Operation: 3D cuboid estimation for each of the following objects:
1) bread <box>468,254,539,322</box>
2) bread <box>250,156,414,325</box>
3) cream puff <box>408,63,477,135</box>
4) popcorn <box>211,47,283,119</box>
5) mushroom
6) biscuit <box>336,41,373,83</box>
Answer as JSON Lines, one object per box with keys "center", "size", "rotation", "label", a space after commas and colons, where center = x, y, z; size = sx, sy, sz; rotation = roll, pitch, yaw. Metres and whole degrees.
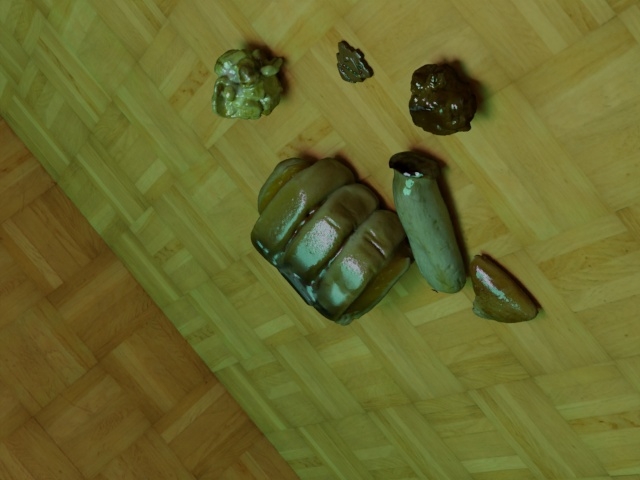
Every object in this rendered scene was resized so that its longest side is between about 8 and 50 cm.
{"center": [0.331, 0.109, 2.040], "size": [0.136, 0.054, 0.154], "rotation": [26, 148, 33], "label": "bread"}
{"center": [0.000, 0.000, 2.228], "size": [0.341, 0.210, 0.300], "rotation": [49, 151, 1], "label": "bread"}
{"center": [0.190, -0.223, 1.776], "size": [0.122, 0.094, 0.116], "rotation": [28, 159, -9], "label": "cream puff"}
{"center": [-0.134, -0.297, 2.146], "size": [0.136, 0.162, 0.141], "rotation": [27, -159, -43], "label": "popcorn"}
{"center": [0.192, -0.029, 2.036], "size": [0.100, 0.081, 0.312], "rotation": [31, 150, 44], "label": "mushroom"}
{"center": [0.051, -0.302, 1.960], "size": [0.082, 0.016, 0.092], "rotation": [48, 152, 1], "label": "biscuit"}
